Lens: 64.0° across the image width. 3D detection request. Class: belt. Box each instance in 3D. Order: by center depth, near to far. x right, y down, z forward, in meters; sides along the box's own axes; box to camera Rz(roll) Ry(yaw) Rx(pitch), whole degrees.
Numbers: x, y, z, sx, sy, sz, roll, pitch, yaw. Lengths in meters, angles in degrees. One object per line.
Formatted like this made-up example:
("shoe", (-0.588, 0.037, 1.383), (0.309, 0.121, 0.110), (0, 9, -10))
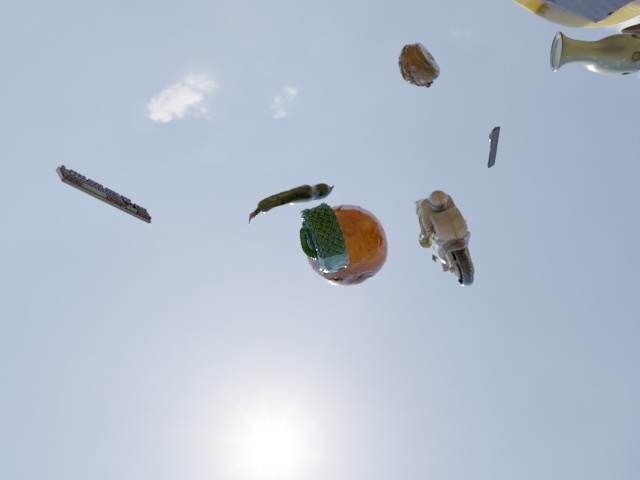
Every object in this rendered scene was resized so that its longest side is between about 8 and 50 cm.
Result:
("belt", (0.000, 0.000, 1.058), (0.079, 0.151, 0.121), (-23, -148, -9))

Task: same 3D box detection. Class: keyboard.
("keyboard", (-0.360, -0.077, 0.864), (0.017, 0.166, 0.055), (-55, -135, 3))

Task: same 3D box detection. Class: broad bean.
("broad bean", (-0.084, -0.128, 1.567), (0.318, 0.098, 0.055), (-22, -105, -28))

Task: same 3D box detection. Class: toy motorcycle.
("toy motorcycle", (0.307, -0.030, 1.305), (0.108, 0.222, 0.340), (-18, -163, 2))

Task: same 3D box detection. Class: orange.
("orange", (0.074, 0.012, 1.515), (0.246, 0.246, 0.246), (2, -127, -2))

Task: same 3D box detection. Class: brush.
("brush", (0.589, -0.322, 1.761), (0.034, 0.190, 0.027), (-31, -125, -8))

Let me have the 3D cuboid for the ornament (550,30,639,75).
("ornament", (0.506, -0.338, 0.929), (0.156, 0.081, 0.074), (4, -99, 6))

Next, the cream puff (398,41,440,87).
("cream puff", (0.335, -0.602, 1.777), (0.165, 0.115, 0.150), (51, -145, -8))

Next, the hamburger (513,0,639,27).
("hamburger", (0.340, -0.408, 0.681), (0.296, 0.227, 0.151), (21, -89, -22))

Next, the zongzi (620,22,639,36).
("zongzi", (1.006, -0.594, 1.441), (0.289, 0.134, 0.286), (18, -161, 25))
